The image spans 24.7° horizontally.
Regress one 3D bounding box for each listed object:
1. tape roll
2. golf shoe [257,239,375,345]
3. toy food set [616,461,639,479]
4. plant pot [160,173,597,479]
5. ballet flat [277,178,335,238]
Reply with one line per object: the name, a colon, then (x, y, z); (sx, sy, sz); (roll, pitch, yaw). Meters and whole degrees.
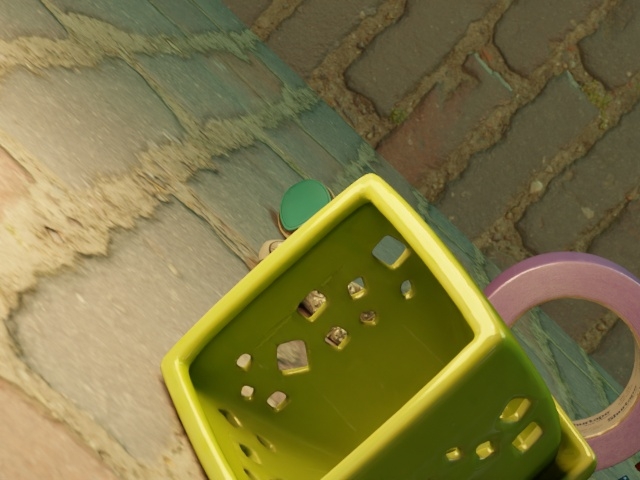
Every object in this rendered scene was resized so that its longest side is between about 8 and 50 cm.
tape roll: (0.317, 0.155, 1.876); (0.275, 0.275, 0.090); (44, 10, -2)
golf shoe: (0.003, 0.055, 1.641); (0.176, 0.069, 0.086); (43, 3, -16)
toy food set: (0.452, 0.357, 2.016); (0.104, 0.111, 0.232); (57, 10, 12)
plant pot: (0.053, 0.129, 1.068); (0.207, 0.227, 0.228); (44, 7, -38)
ballet flat: (0.000, 0.000, 1.868); (0.086, 0.086, 0.248); (40, 12, -22)
